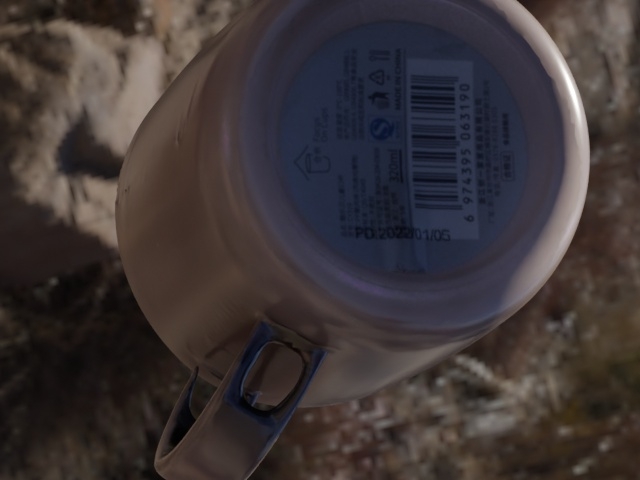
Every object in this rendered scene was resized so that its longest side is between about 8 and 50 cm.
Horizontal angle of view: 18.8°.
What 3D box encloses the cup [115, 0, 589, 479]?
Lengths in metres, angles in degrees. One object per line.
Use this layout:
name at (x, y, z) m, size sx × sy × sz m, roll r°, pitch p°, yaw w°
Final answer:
cup at (0.000, 0.000, 0.883) m, size 0.253 × 0.191 × 0.200 m, roll -61°, pitch -172°, yaw -15°
